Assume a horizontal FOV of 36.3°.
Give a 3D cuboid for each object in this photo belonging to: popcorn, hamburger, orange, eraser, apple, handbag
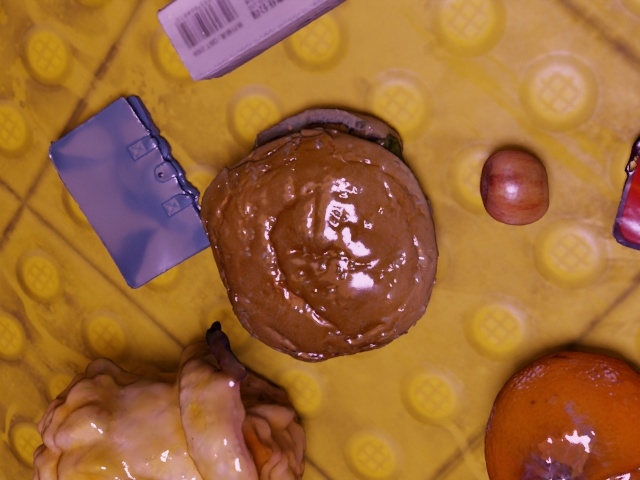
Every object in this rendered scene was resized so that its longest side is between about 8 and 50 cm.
[{"bbox_3d":[-0.169,0.255,1.193,0.349,0.349,0.382,33,123,9],"label":"popcorn"},{"bbox_3d":[-0.002,0.000,1.140,0.265,0.134,0.285,-20,101,29],"label":"hamburger"},{"bbox_3d":[0.287,0.235,1.077,0.224,0.170,0.224,8,111,22],"label":"orange"},{"bbox_3d":[0.010,-0.311,1.053,0.403,0.096,0.098,-26,94,27],"label":"eraser"},{"bbox_3d":[0.212,-0.058,1.064,0.071,0.084,0.084,-4,107,-5],"label":"apple"},{"bbox_3d":[-0.238,-0.063,1.266,0.144,0.057,0.221,-30,93,21],"label":"handbag"}]

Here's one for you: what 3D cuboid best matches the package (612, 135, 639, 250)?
[{"bbox_3d":[0.412,-0.085,0.978,0.194,0.071,0.270,25,119,29],"label":"package"}]
